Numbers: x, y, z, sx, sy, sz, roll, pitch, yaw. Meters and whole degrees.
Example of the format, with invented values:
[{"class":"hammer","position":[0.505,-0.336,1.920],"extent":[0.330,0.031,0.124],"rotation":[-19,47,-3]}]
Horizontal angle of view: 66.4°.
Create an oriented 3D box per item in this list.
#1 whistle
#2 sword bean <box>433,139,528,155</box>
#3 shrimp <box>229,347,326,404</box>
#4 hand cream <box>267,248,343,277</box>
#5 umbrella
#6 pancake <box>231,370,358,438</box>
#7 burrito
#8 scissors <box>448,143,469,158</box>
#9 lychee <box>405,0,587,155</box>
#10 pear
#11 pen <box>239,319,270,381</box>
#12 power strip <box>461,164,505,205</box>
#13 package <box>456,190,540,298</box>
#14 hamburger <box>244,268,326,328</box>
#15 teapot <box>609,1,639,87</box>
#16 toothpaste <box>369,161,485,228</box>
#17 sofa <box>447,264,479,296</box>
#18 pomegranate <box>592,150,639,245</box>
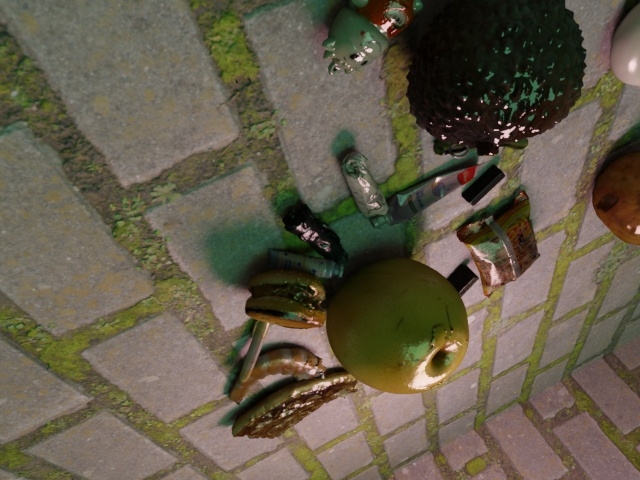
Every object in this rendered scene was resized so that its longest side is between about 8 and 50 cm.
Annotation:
[{"class":"whistle","position":[0.093,-0.359,0.752],"extent":[0.253,0.106,0.102],"rotation":[-50,177,20]},{"class":"sword bean","position":[0.372,-0.219,1.110],"extent":[0.270,0.038,0.043],"rotation":[-7,140,-27]},{"class":"shrimp","position":[-0.135,0.377,1.371],"extent":[0.287,0.068,0.185],"rotation":[-26,135,-4]},{"class":"hand cream","position":[-0.034,0.054,1.095],"extent":[0.171,0.043,0.064],"rotation":[9,130,1]},{"class":"umbrella","position":[0.000,0.000,1.087],"extent":[0.066,0.059,0.236],"rotation":[-21,145,19]},{"class":"pancake","position":[-0.067,0.522,1.580],"extent":[0.427,0.066,0.304],"rotation":[-29,147,-5]},{"class":"burrito","position":[0.093,-0.110,1.030],"extent":[0.064,0.064,0.203],"rotation":[-32,140,1]},{"class":"scissors","position":[0.331,-0.235,1.060],"extent":[0.176,0.085,0.022],"rotation":[-25,176,-26]},{"class":"lychee","position":[0.282,-0.283,0.821],"extent":[0.300,0.300,0.299],"rotation":[-17,138,-17]},{"class":"pear","position":[0.190,0.211,1.222],"extent":[0.349,0.348,0.348],"rotation":[-17,138,-17]},{"class":"pen","position":[-0.173,0.276,1.257],"extent":[0.040,0.032,0.233],"rotation":[16,115,-15]},{"class":"power strip","position":[0.404,-0.136,1.213],"extent":[0.111,0.037,0.029],"rotation":[-45,139,16]},{"class":"package","position":[0.525,0.022,1.382],"extent":[0.223,0.108,0.288],"rotation":[-37,130,-3]},{"class":"hamburger","position":[-0.071,0.133,1.092],"extent":[0.182,0.117,0.191],"rotation":[4,158,28]},{"class":"teapot","position":[0.727,-0.436,1.036],"extent":[0.205,0.139,0.298],"rotation":[-21,139,-9]},{"class":"toothpaste","position":[0.250,-0.106,1.144],"extent":[0.301,0.048,0.075],"rotation":[-27,135,-9]},{"class":"sofa","position":[0.412,0.133,1.471],"extent":[0.039,0.060,0.118],"rotation":[11,124,-48]},{"class":"pomegranate","position":[0.928,-0.125,1.377],"extent":[0.282,0.281,0.281],"rotation":[-17,138,-17]}]
